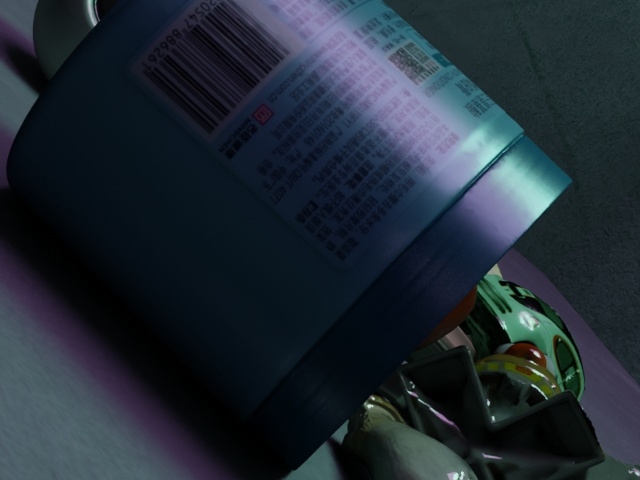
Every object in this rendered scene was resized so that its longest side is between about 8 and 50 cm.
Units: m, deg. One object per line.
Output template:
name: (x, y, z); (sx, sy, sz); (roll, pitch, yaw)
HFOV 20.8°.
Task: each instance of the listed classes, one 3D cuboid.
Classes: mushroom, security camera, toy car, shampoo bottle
mushroom: (0.076, 0.212, 1.520); (0.225, 0.093, 0.116); (41, -12, 49)
security camera: (-0.205, -0.214, 1.874); (0.236, 0.194, 0.194); (28, 18, -52)
toy car: (0.250, 0.164, 2.091); (0.136, 0.125, 0.305); (52, -13, 53)
shampoo bottle: (-0.029, -0.047, 1.424); (0.343, 0.331, 0.331); (44, 9, 3)

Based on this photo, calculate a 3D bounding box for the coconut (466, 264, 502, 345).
coconut: (0.154, 0.078, 2.254); (0.147, 0.153, 0.147); (49, 33, -49)

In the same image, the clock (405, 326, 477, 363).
clock: (0.082, 0.087, 2.027); (0.244, 0.056, 0.244); (40, -11, 10)

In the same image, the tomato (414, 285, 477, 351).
tomato: (-0.008, 0.004, 1.714); (0.338, 0.144, 0.338); (36, -27, 22)

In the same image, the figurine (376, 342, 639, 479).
figurine: (0.189, 0.191, 1.829); (0.342, 0.167, 0.285); (44, 4, 12)
